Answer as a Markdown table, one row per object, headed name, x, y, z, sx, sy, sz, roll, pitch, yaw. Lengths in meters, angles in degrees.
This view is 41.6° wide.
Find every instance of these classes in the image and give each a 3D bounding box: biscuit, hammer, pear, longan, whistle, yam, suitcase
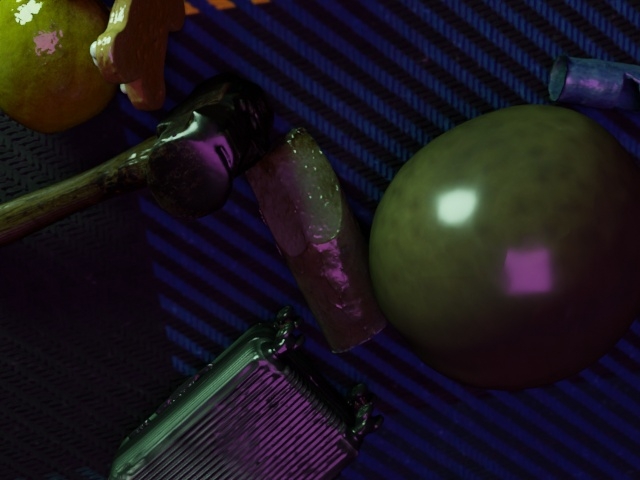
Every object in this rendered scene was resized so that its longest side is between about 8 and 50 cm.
| name | x | y | z | sx | sy | sz | roll | pitch | yaw |
| --- | --- | --- | --- | --- | --- | --- | --- | --- | --- |
| biscuit | -0.186 | -0.260 | 0.896 | 0.035 | 0.158 | 0.240 | 5 | 72 | 10 |
| hammer | -0.251 | -0.063 | 0.927 | 0.409 | 0.242 | 0.095 | -19 | 110 | 15 |
| pear | -0.286 | -0.200 | 0.903 | 0.149 | 0.149 | 0.162 | 18 | 128 | -8 |
| longan | 0.210 | 0.006 | 0.926 | 0.319 | 0.319 | 0.318 | -1 | 104 | -4 |
| whistle | 0.427 | -0.174 | 1.008 | 0.304 | 0.062 | 0.062 | 8 | 103 | -6 |
| yam | 0.000 | 0.000 | 1.001 | 0.106 | 0.106 | 0.259 | -26 | 106 | 2 |
| suitcase | -0.096 | 0.248 | 1.037 | 0.312 | 0.128 | 0.202 | -41 | 103 | 7 |
